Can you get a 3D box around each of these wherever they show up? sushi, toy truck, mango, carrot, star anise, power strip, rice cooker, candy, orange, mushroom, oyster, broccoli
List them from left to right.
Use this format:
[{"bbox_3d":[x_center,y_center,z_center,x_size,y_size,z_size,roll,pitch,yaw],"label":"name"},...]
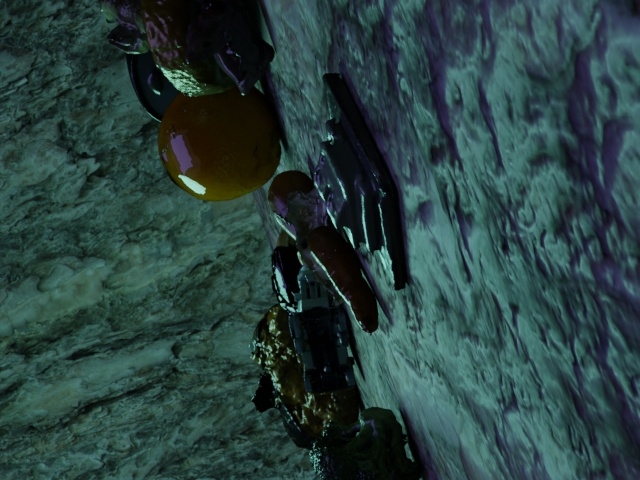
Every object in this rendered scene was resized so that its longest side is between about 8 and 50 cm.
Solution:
[{"bbox_3d":[-0.311,-0.461,2.236,0.344,0.247,0.130,46,174,45],"label":"mushroom"},{"bbox_3d":[-0.279,-0.376,2.433,0.224,0.267,0.267,-104,-2,-65],"label":"rice cooker"},{"bbox_3d":[-0.209,-0.374,2.006,0.260,0.118,0.260,-11,-90,-68],"label":"candy"},{"bbox_3d":[-0.196,-0.197,2.266,0.246,0.246,0.246,161,90,-85],"label":"orange"},{"bbox_3d":[-0.152,-0.370,1.883,0.198,0.110,0.258,22,-120,-64],"label":"star anise"},{"bbox_3d":[-0.047,0.308,2.602,0.207,0.234,0.349,98,148,-78],"label":"sushi"},{"bbox_3d":[-0.034,-0.043,1.981,0.105,0.084,0.159,69,179,-64],"label":"mango"},{"bbox_3d":[-0.002,0.000,1.900,0.061,0.106,0.200,-42,-40,-51],"label":"oyster"},{"bbox_3d":[0.003,0.174,2.291,0.140,0.108,0.257,-96,-4,-48],"label":"toy truck"},{"bbox_3d":[0.040,0.056,1.748,0.248,0.059,0.059,-121,12,-49],"label":"carrot"},{"bbox_3d":[0.032,-0.059,1.363,0.213,0.064,0.198,80,168,-53],"label":"power strip"},{"bbox_3d":[0.075,0.356,1.893,0.195,0.195,0.156,-121,51,-66],"label":"broccoli"}]

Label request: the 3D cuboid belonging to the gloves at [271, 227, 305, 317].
[{"bbox_3d":[-0.049,0.066,2.413,0.203,0.124,0.164,64,157,-6],"label":"gloves"}]
